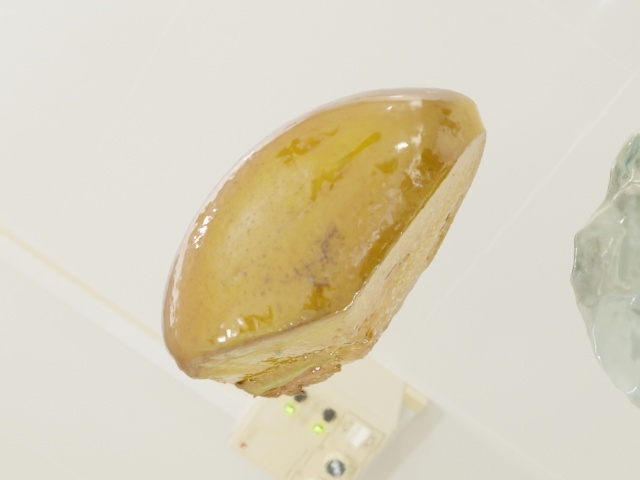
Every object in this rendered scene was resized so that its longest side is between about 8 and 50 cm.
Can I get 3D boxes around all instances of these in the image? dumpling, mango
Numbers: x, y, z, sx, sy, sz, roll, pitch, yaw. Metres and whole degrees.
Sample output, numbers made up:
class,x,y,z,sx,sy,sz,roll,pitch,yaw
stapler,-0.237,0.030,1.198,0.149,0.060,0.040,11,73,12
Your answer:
class,x,y,z,sx,sy,sz,roll,pitch,yaw
dumpling,0.237,0.007,0.612,0.124,0.151,0.229,147,138,-80
mango,0.000,0.000,0.823,0.350,0.199,0.201,-48,10,19
